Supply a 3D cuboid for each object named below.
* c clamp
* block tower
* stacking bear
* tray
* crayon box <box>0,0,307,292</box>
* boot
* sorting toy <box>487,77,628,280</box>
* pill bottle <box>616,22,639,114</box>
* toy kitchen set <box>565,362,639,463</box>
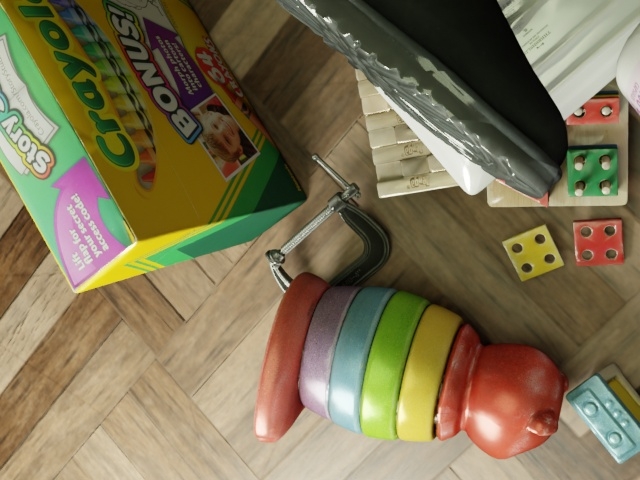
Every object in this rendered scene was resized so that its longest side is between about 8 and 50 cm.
[{"bbox_3d":[0.000,0.000,1.139,0.137,0.022,0.160,37,117,-11],"label":"c clamp"},{"bbox_3d":[0.083,-0.216,1.043,0.091,0.097,0.335,-9,92,27],"label":"block tower"},{"bbox_3d":[0.101,0.138,1.061,0.289,0.175,0.164,12,111,15],"label":"stacking bear"},{"bbox_3d":[0.188,-0.178,0.922,0.270,0.030,0.145,-41,87,12],"label":"tray"},{"bbox_3d":[-0.209,-0.151,1.072,0.106,0.313,0.363,-35,82,27],"label":"crayon box"},{"bbox_3d":[0.180,-0.311,0.847,0.367,0.146,0.445,42,92,10],"label":"boot"},{"bbox_3d":[0.220,-0.083,0.981,0.132,0.046,0.274,0,110,14],"label":"sorting toy"},{"bbox_3d":[0.388,-0.073,0.836,0.169,0.169,0.301,-44,63,25],"label":"pill bottle"},{"bbox_3d":[0.352,0.151,0.948,0.207,0.122,0.166,-42,79,25],"label":"toy kitchen set"}]
